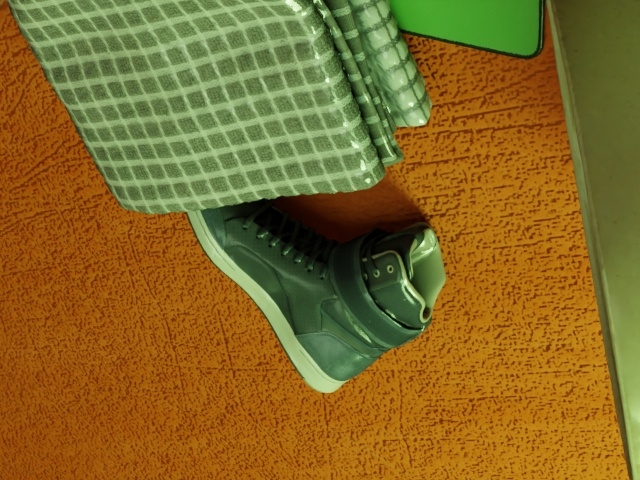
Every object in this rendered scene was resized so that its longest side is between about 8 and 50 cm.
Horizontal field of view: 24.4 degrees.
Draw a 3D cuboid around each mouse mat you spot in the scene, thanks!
[{"bbox_3d":[0.083,-0.215,1.010,0.152,0.007,0.190,16,134,21],"label":"mouse mat"}]

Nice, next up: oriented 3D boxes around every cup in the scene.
[{"bbox_3d":[0.274,-0.021,0.872,0.236,0.331,0.331,-11,125,10],"label":"cup"}]

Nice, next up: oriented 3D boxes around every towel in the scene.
[{"bbox_3d":[-0.084,-0.140,1.094,0.283,0.121,0.235,-3,124,37],"label":"towel"}]

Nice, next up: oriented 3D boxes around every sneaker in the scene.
[{"bbox_3d":[0.001,0.000,1.211,0.163,0.086,0.226,-33,98,38],"label":"sneaker"}]
